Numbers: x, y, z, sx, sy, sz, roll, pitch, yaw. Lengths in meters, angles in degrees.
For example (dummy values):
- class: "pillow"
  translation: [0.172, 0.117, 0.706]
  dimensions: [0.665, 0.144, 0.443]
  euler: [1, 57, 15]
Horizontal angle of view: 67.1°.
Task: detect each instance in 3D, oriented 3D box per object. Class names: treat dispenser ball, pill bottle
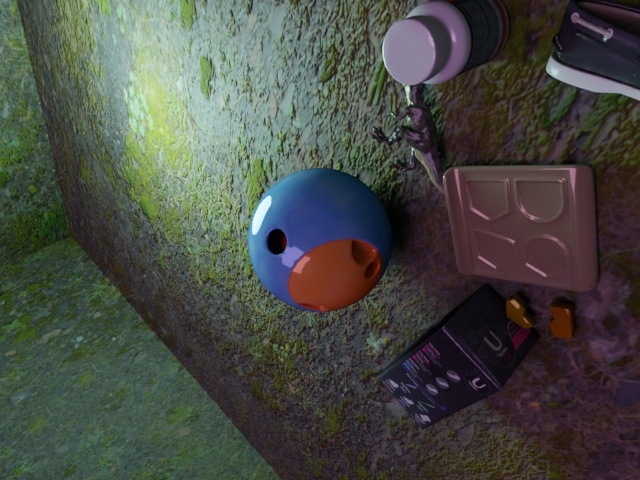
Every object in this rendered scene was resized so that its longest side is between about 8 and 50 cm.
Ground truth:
- class: "treat dispenser ball"
  translation: [0.000, 0.000, 0.969]
  dimensions: [0.288, 0.288, 0.288]
  euler: [28, 135, 33]
- class: "pill bottle"
  translation: [0.171, -0.277, 0.665]
  dimensions: [0.108, 0.180, 0.107]
  euler: [28, 134, 33]

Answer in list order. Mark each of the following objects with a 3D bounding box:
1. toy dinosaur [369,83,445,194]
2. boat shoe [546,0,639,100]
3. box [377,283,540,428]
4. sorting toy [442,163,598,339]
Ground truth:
- class: "toy dinosaur"
  translation: [0.165, -0.172, 0.853]
  dimensions: [0.118, 0.064, 0.268]
  euler: [-9, 113, 44]
- class: "boat shoe"
  translation: [0.401, -0.196, 0.524]
  dimensions: [0.303, 0.114, 0.091]
  euler: [28, 140, 32]
- class: "box"
  translation: [0.261, 0.234, 0.950]
  dimensions: [0.143, 0.165, 0.270]
  euler: [47, 143, 13]
- class: "sorting toy"
  translation: [0.340, 0.016, 0.815]
  dimensions: [0.229, 0.041, 0.307]
  euler: [5, 120, 41]
